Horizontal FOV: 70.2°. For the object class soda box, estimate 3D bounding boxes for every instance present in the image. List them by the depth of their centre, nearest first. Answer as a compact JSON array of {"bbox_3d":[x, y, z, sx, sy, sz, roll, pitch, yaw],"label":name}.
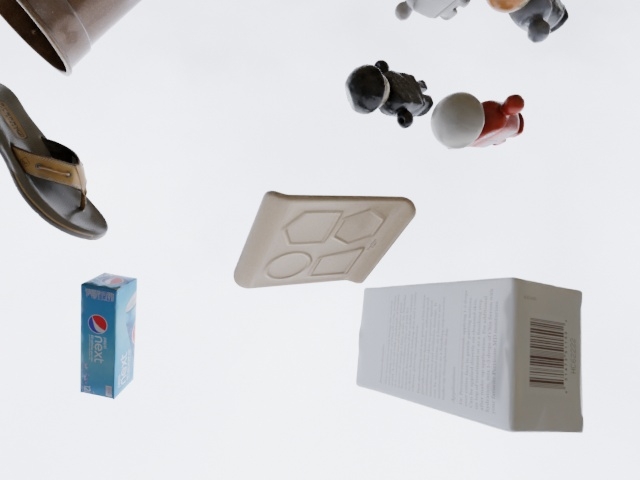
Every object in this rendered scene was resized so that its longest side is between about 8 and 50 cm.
[{"bbox_3d":[-0.379,0.169,0.816,0.067,0.071,0.210,10,-76,5],"label":"soda box"}]

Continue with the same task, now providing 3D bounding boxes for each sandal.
[{"bbox_3d":[-0.328,-0.097,0.553,0.060,0.090,0.219,-25,-77,10],"label":"sandal"}]

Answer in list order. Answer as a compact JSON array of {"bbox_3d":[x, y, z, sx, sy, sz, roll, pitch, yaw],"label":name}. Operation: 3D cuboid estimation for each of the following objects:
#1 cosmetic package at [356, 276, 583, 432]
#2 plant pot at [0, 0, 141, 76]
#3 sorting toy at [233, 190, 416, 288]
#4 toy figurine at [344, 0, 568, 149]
[{"bbox_3d":[0.253,0.205,0.887,0.161,0.453,0.230,11,-102,-24],"label":"cosmetic package"},{"bbox_3d":[-0.294,-0.313,0.530,0.167,0.167,0.165,38,-106,14],"label":"plant pot"},{"bbox_3d":[0.000,0.000,0.626,0.208,0.193,0.038,2,-129,-25],"label":"sorting toy"},{"bbox_3d":[0.149,-0.221,0.531,0.148,0.209,0.213,-9,-145,-43],"label":"toy figurine"}]
